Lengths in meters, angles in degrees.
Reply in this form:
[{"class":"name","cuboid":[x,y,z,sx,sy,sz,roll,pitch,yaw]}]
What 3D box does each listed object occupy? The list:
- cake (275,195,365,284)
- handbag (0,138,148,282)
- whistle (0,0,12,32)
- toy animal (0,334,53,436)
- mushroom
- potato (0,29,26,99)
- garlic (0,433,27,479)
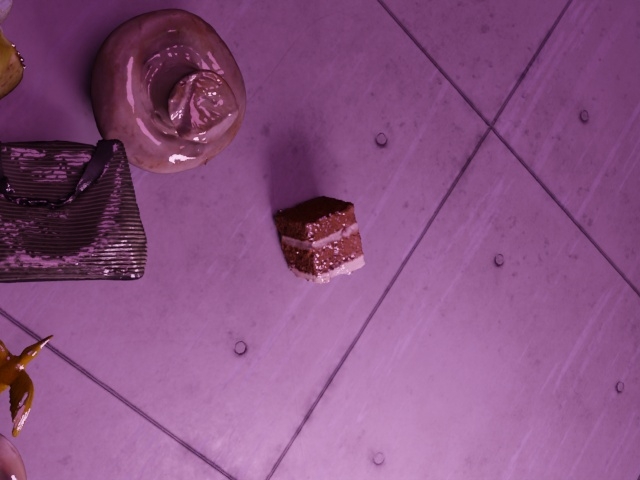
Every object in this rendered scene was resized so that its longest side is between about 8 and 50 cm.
[{"class":"cake","cuboid":[0.000,0.000,2.138,0.135,0.134,0.147,-24,115,-29]},{"class":"handbag","cuboid":[-0.463,-0.051,1.764,0.340,0.247,0.240,-2,92,-22]},{"class":"whistle","cuboid":[-0.596,-0.432,1.729,0.123,0.123,0.223,-43,123,-23]},{"class":"toy animal","cuboid":[-0.535,0.217,1.829,0.155,0.095,0.219,-37,81,-25]},{"class":"mushroom","cuboid":[-0.251,-0.266,1.860,0.297,0.290,0.298,-3,96,-33]},{"class":"potato","cuboid":[-0.641,-0.292,1.620,0.330,0.280,0.213,44,68,-28]},{"class":"garlic","cuboid":[-0.576,0.432,1.818,0.267,0.148,0.128,66,25,-13]}]
